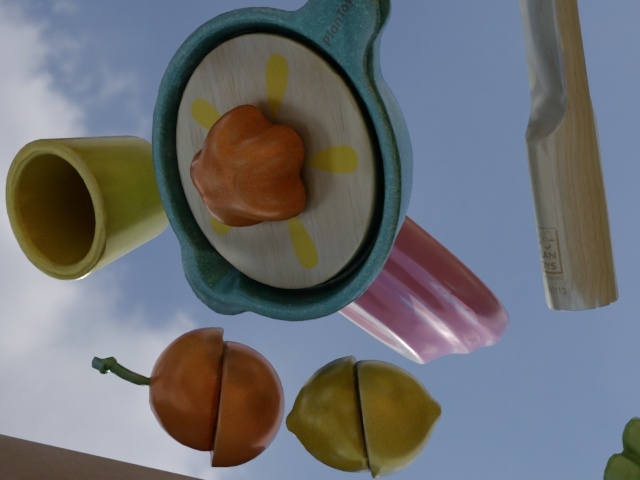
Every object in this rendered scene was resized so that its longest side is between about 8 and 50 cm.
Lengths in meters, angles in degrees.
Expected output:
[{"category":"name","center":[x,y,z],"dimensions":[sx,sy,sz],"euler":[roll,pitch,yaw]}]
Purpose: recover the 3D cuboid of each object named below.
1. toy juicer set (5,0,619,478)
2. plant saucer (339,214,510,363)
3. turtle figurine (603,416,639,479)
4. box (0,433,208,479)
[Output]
[{"category":"toy juicer set","center":[0.000,0.000,0.687],"dimensions":[0.089,0.329,0.209],"euler":[-20,-96,-49]},{"category":"plant saucer","center":[0.015,0.005,1.448],"dimensions":[0.332,0.332,0.084],"euler":[40,-95,-25]},{"category":"turtle figurine","center":[0.252,0.091,0.645],"dimensions":[0.275,0.266,0.198],"euler":[11,-85,-56]},{"category":"box","center":[-0.063,0.159,0.763],"dimensions":[0.201,0.021,0.164],"euler":[16,-160,-25]}]
